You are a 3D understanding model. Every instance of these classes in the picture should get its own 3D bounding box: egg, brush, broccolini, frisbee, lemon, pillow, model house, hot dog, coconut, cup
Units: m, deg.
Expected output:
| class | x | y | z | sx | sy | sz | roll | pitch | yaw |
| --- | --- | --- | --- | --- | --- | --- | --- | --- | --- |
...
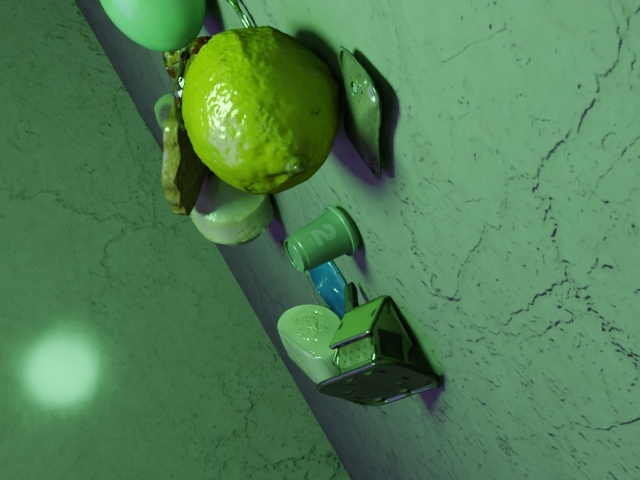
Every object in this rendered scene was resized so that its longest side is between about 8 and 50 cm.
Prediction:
| class | x | y | z | sx | sy | sz | roll | pitch | yaw |
| --- | --- | --- | --- | --- | --- | --- | --- | --- | --- |
| egg | -0.366 | -0.544 | 1.581 | 0.269 | 0.220 | 0.220 | 56 | 168 | -23 |
| brush | -0.075 | 0.045 | 2.113 | 0.218 | 0.010 | 0.082 | 37 | 152 | 57 |
| broccolini | -0.152 | -0.445 | 1.429 | 0.218 | 0.042 | 0.044 | 55 | -168 | 5 |
| frisbee | 0.014 | 0.114 | 1.886 | 0.242 | 0.045 | 0.242 | 56 | 166 | 22 |
| lemon | -0.098 | -0.216 | 1.209 | 0.322 | 0.268 | 0.268 | 53 | 165 | 53 |
| pillow | 0.067 | -0.195 | 1.147 | 0.130 | 0.033 | 0.217 | 60 | 167 | 27 |
| model house | 0.116 | 0.189 | 1.565 | 0.205 | 0.218 | 0.278 | 25 | -129 | -40 |
| hot dog | -0.370 | -0.471 | 1.959 | 0.146 | 0.103 | 0.213 | 51 | 163 | 32 |
| coconut | -0.247 | -0.099 | 2.020 | 0.197 | 0.237 | 0.237 | 49 | 161 | 35 |
| cup | 0.000 | 0.000 | 1.527 | 0.120 | 0.141 | 0.120 | 55 | 162 | 27 |

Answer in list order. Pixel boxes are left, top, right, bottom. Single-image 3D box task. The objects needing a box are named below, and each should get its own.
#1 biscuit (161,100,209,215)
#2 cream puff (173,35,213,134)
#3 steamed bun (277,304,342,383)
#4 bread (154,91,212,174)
| class | x | y | z | sx | sy | sz | roll | pitch | yaw |
| --- | --- | --- | --- | --- | --- | --- | --- | --- | --- |
| biscuit | -0.310 | -0.264 | 1.810 | 0.385 | 0.062 | 0.365 | 98 | -175 | -60 |
| cream puff | -0.225 | -0.325 | 1.576 | 0.164 | 0.240 | 0.240 | 18 | 153 | 10 |
| steamed bun | 0.001 | 0.294 | 2.042 | 0.250 | 0.155 | 0.200 | 35 | 154 | 46 |
| bread | -0.369 | -0.294 | 2.184 | 0.338 | 0.155 | 0.187 | 50 | 166 | 35 |
